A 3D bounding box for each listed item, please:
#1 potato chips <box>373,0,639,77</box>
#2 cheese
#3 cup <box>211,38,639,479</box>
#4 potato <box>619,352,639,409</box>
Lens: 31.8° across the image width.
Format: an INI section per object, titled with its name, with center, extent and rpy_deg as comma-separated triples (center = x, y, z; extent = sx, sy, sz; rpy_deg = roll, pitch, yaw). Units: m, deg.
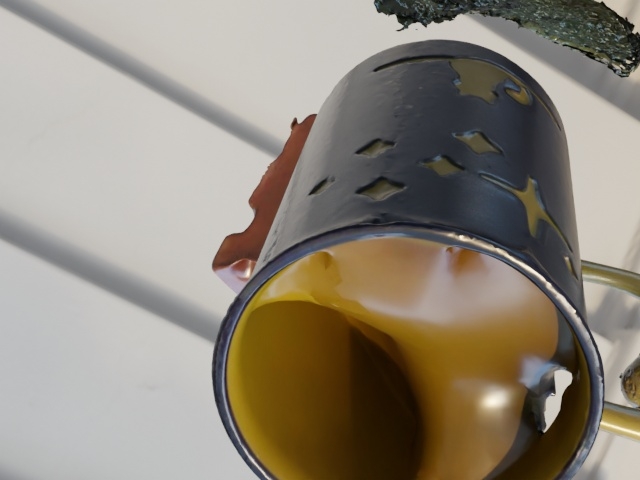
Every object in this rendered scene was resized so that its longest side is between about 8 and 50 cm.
[potato chips]
center = 0.140, -0.178, 0.858
extent = 0.202, 0.220, 0.029
rpy_deg = -95, -162, -58
[cheese]
center = 0.025, -0.008, 1.129
extent = 0.177, 0.128, 0.203
rpy_deg = 19, -110, 37
[cup]
center = 0.087, 0.033, 0.619
extent = 0.178, 0.255, 0.256
rpy_deg = -41, -165, 28
[potato]
center = 0.361, 0.117, 1.134
extent = 0.138, 0.070, 0.091
rpy_deg = -54, 173, 4
